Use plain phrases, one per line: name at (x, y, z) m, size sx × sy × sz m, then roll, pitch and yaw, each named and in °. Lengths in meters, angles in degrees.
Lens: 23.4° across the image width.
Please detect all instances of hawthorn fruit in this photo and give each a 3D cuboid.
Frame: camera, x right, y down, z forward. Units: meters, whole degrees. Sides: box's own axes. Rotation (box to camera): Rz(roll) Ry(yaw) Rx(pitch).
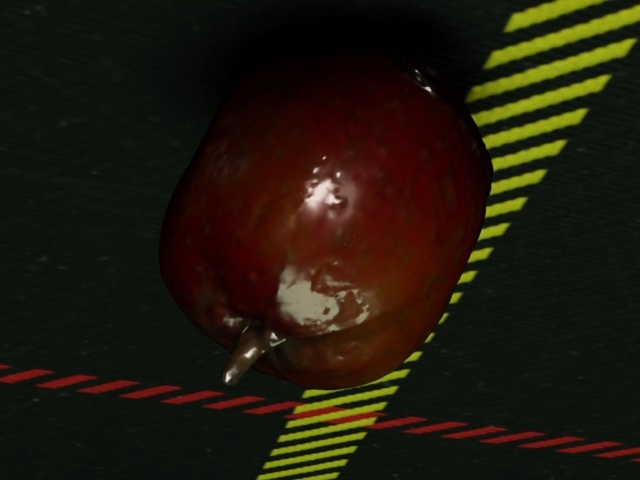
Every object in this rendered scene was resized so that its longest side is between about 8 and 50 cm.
hawthorn fruit at (0.000, 0.000, 0.989) m, size 0.215 × 0.250 × 0.215 m, roll 15°, pitch 144°, yaw 11°
